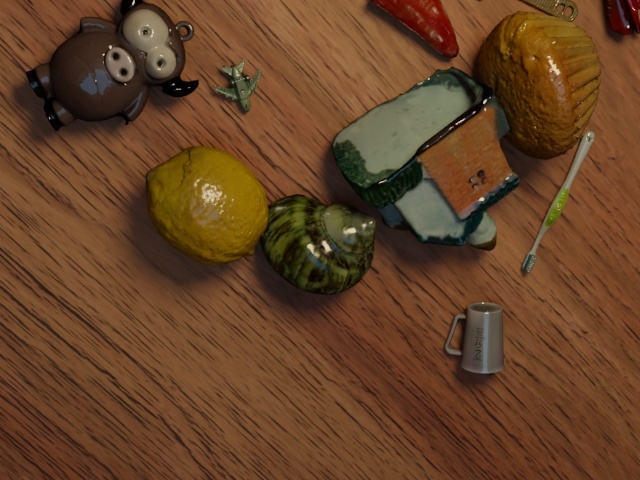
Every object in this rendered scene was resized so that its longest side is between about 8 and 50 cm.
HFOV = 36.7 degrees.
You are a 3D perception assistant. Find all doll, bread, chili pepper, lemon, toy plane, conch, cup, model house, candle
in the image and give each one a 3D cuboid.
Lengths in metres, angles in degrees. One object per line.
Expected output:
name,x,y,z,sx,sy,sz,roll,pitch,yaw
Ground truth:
doll,-0.310,-0.268,1.460,0.257,0.117,0.182,-24,103,5
bread,0.336,-0.239,1.472,0.139,0.240,0.240,-21,109,-9
chili pepper,0.161,-0.349,1.508,0.088,0.065,0.169,-43,110,10
lemon,-0.175,-0.054,1.510,0.193,0.180,0.180,40,101,10
toy plane,-0.126,-0.242,1.528,0.080,0.033,0.083,-22,109,-13
conch,0.001,0.000,1.572,0.181,0.124,0.187,-37,99,4
cup,0.269,0.170,1.686,0.104,0.074,0.116,5,106,23
model house,0.197,-0.090,1.553,0.253,0.184,0.291,-36,121,0
candle,0.460,-0.465,1.497,0.084,0.059,0.302,-22,108,-8

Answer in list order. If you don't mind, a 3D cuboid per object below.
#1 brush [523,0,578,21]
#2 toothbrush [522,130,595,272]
brush,0.313,-0.400,1.530,0.218,0.010,0.082,20,104,-12
toothbrush,0.403,-0.065,1.641,0.022,0.026,0.263,20,102,-11
